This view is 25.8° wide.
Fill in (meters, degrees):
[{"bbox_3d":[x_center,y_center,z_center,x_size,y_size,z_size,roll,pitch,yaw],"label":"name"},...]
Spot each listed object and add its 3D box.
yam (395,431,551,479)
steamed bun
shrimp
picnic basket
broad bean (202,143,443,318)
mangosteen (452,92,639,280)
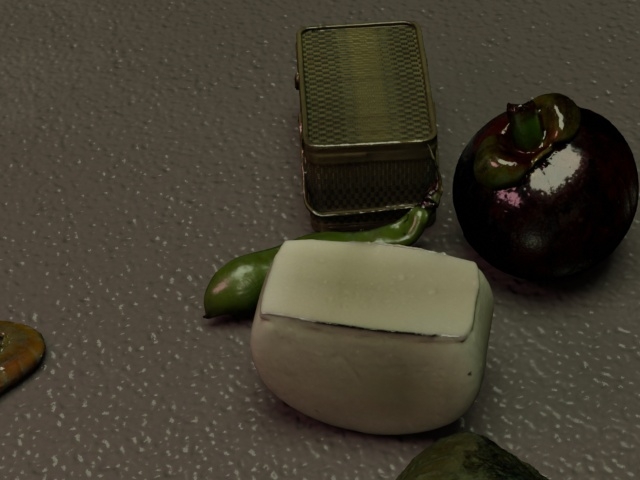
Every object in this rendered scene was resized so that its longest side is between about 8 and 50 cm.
[{"bbox_3d":[0.101,0.299,1.181,0.195,0.195,0.300,20,26,22],"label":"yam"},{"bbox_3d":[0.053,0.103,1.441,0.241,0.164,0.146,5,43,11],"label":"steamed bun"},{"bbox_3d":[-0.389,0.137,1.526,0.124,0.034,0.178,27,50,31],"label":"shrimp"},{"bbox_3d":[0.054,-0.140,1.711,0.165,0.139,0.267,-3,44,-1],"label":"picnic basket"},{"bbox_3d":[0.005,0.010,1.590,0.318,0.098,0.056,-31,18,-9],"label":"broad bean"},{"bbox_3d":[0.256,-0.070,1.578,0.216,0.216,0.216,-2,44,2],"label":"mangosteen"}]
